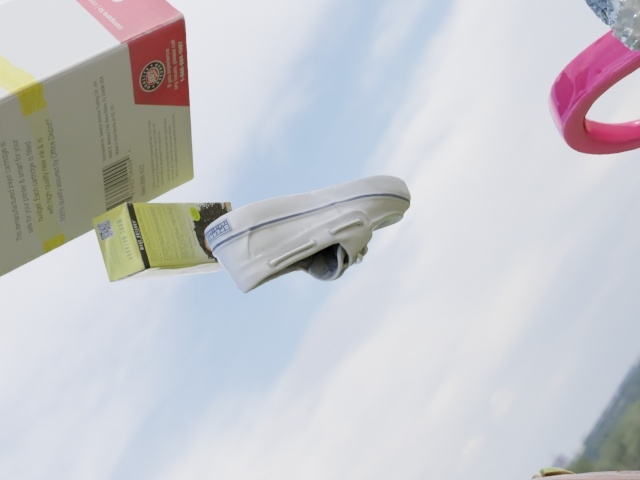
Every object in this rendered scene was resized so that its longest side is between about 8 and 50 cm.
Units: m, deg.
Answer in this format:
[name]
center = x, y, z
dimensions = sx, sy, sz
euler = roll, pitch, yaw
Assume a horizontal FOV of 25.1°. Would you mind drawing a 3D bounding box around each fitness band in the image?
[fitness band]
center = 0.361, -0.178, 1.412
dimensions = 0.291, 0.054, 0.209
euler = -35, -26, 28

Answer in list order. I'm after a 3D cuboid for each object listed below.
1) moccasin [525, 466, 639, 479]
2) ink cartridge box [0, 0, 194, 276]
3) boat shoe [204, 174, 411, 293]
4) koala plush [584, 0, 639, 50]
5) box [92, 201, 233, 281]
[moccasin]
center = 0.109, 0.214, 0.873
dimensions = 0.380, 0.139, 0.147
euler = -26, -4, 32
[ink cartridge box]
center = -0.356, -0.131, 1.724
dimensions = 0.385, 0.160, 0.279
euler = -29, -34, -26
[boat shoe]
center = 0.000, 0.000, 1.399
dimensions = 0.258, 0.084, 0.095
euler = -15, -15, -40
[koala plush]
center = 0.291, -0.223, 1.091
dimensions = 0.221, 0.196, 0.203
euler = -21, -47, -8
[box]
center = -0.183, -0.001, 1.787
dimensions = 0.058, 0.087, 0.232
euler = -21, -7, 29
